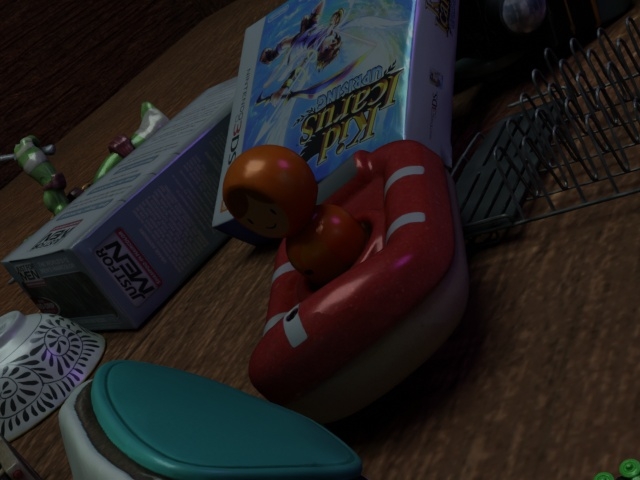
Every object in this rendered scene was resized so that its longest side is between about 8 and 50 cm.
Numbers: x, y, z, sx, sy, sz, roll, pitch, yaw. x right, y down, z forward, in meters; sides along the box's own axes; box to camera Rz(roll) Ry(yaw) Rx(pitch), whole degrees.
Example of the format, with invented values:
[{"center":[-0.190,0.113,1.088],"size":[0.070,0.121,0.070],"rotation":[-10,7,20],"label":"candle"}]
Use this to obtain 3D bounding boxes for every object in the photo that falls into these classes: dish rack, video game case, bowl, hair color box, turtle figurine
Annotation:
[{"center":[0.201,-0.095,0.637],"size":[0.271,0.074,0.208],"rotation":[-17,25,39],"label":"dish rack"},{"center":[0.012,-0.144,0.858],"size":[0.269,0.061,0.244],"rotation":[-21,55,46],"label":"video game case"},{"center":[-0.309,0.124,0.911],"size":[0.170,0.080,0.170],"rotation":[-29,21,12],"label":"bowl"},{"center":[-0.167,-0.057,1.057],"size":[0.185,0.113,0.374],"rotation":[-9,31,50],"label":"hair color box"},{"center":[-0.334,-0.076,1.236],"size":[0.266,0.198,0.274],"rotation":[-40,24,-27],"label":"turtle figurine"}]

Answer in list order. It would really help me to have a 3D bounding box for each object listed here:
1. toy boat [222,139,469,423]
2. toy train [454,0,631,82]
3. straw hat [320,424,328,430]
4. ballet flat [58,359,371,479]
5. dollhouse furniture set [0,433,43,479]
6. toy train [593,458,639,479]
[{"center":[0.000,0.000,0.579],"size":[0.151,0.151,0.231],"rotation":[-40,22,23],"label":"toy boat"},{"center":[0.178,-0.261,0.978],"size":[0.190,0.142,0.334],"rotation":[-25,17,-10],"label":"toy train"},{"center":[-0.069,0.136,0.544],"size":[0.144,0.061,0.144],"rotation":[-30,20,12],"label":"straw hat"},{"center":[-0.014,0.141,0.350],"size":[0.139,0.139,0.400],"rotation":[-43,26,-24],"label":"ballet flat"},{"center":[-0.295,0.166,0.641],"size":[0.129,0.184,0.129],"rotation":[-42,22,-21],"label":"dollhouse furniture set"},{"center":[0.105,0.120,0.380],"size":[0.083,0.017,0.024],"rotation":[-31,31,8],"label":"toy train"}]
